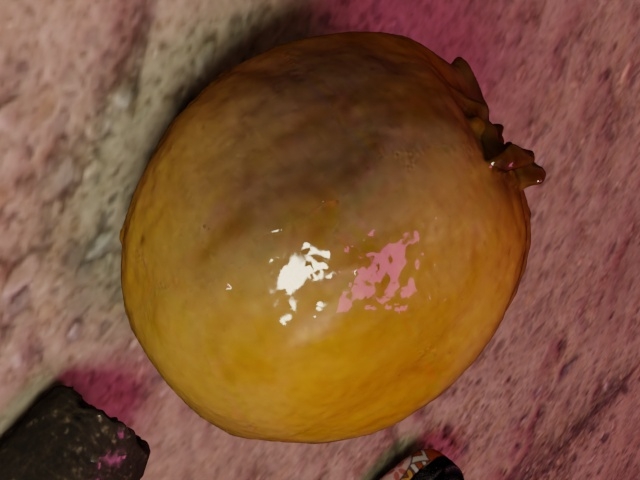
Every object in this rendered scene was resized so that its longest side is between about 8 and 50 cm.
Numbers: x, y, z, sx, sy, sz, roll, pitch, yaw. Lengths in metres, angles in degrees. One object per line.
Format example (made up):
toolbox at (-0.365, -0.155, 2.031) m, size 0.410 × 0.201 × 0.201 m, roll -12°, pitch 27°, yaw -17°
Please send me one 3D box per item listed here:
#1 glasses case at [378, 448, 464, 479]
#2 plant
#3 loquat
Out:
glasses case at (0.024, 0.285, 1.260) m, size 0.266 × 0.067 × 0.103 m, roll -45°, pitch 148°, yaw -15°
plant at (-0.159, 0.155, 0.849) m, size 0.143 × 0.092 × 0.094 m, roll -54°, pitch 159°, yaw -14°
loquat at (0.000, 0.000, 0.816) m, size 0.238 × 0.193 × 0.238 m, roll -15°, pitch 135°, yaw -16°
